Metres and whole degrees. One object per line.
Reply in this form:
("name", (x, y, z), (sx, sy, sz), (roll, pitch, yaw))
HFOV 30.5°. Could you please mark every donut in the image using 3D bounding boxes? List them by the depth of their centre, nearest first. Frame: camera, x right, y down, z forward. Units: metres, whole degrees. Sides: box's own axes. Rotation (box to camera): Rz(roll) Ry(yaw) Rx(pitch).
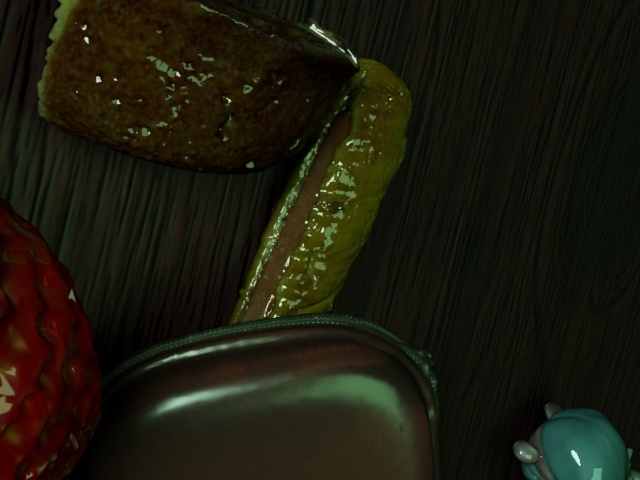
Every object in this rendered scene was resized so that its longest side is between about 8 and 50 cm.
("donut", (-0.079, -0.104, 0.723), (0.126, 0.144, 0.186), (-63, 165, 18))

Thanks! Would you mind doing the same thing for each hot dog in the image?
("hot dog", (-0.002, 0.000, 0.880), (0.088, 0.061, 0.286), (28, 83, -57))

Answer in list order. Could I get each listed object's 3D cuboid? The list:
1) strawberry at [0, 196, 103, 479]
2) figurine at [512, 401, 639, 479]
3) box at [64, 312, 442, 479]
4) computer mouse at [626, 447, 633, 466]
("strawberry", (-0.245, 0.074, 0.545), (0.238, 0.250, 0.288), (-42, 153, -36))
("figurine", (0.303, 0.270, 1.156), (0.205, 0.103, 0.260), (-30, 84, -48))
("box", (-0.034, 0.243, 0.825), (0.263, 0.108, 0.404), (-8, 110, -11))
("computer mouse", (0.237, 0.346, 1.199), (0.379, 0.090, 0.167), (-43, 129, -30))
